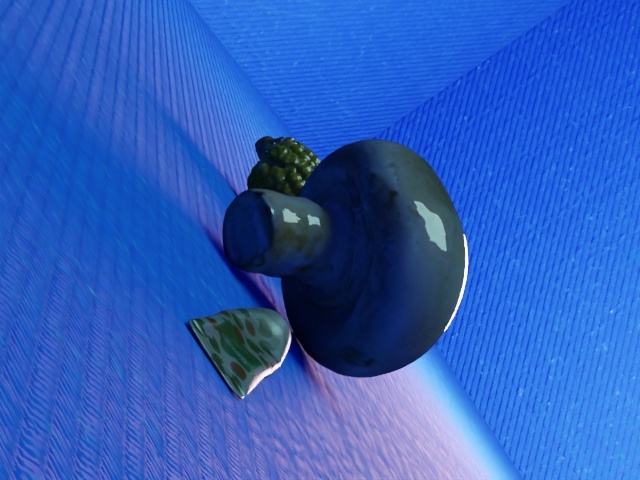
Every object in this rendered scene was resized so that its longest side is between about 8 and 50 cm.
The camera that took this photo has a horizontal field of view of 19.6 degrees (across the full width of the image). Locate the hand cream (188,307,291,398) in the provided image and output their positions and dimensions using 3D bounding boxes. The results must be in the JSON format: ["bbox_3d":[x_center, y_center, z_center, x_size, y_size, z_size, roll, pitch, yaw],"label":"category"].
[{"bbox_3d":[-0.049,0.067,1.178,0.057,0.037,0.165,55,9,3],"label":"hand cream"}]

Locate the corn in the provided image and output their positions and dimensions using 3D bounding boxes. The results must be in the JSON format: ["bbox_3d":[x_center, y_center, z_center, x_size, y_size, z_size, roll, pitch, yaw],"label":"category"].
[{"bbox_3d":[0.000,0.000,1.946,0.262,0.097,0.097,60,4,18],"label":"corn"}]

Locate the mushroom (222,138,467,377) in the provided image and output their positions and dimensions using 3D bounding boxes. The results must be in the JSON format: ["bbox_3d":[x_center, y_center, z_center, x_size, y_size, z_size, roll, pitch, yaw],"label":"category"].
[{"bbox_3d":[0.024,0.023,1.560,0.206,0.209,0.206,28,-50,38],"label":"mushroom"}]
